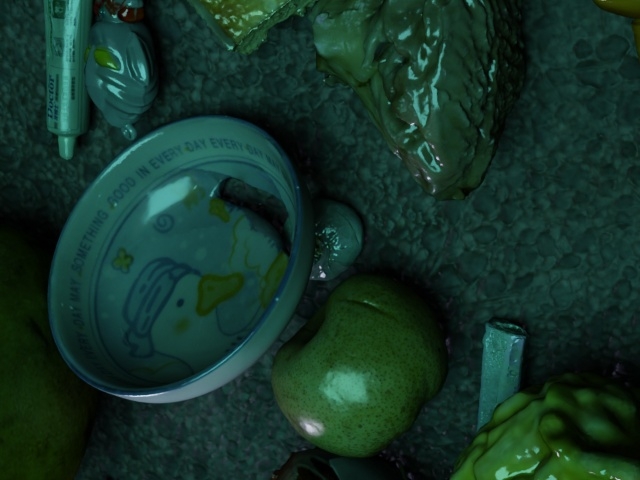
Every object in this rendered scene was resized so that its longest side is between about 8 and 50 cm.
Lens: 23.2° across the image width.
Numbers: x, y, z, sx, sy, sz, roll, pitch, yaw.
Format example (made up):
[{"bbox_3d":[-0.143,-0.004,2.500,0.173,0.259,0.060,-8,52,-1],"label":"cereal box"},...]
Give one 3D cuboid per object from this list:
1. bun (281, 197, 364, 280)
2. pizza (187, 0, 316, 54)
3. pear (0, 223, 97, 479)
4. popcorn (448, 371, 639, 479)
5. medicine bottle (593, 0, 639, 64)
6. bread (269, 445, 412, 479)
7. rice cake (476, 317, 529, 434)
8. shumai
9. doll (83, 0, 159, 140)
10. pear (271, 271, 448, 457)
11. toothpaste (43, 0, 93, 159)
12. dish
[{"bbox_3d":[0.000,0.000,1.440,0.083,0.045,0.083,6,113,16],"label":"bun"},{"bbox_3d":[-0.053,-0.276,1.352,0.188,0.080,0.204,-43,79,5],"label":"pizza"},{"bbox_3d":[-0.395,0.157,1.464,0.352,0.413,0.352,19,126,29],"label":"pear"},{"bbox_3d":[0.243,0.244,1.320,0.293,0.293,0.237,32,104,8],"label":"popcorn"},{"bbox_3d":[0.278,-0.240,1.205,0.149,0.112,0.222,-8,105,24],"label":"medicine bottle"},{"bbox_3d":[0.038,0.285,1.421,0.212,0.224,0.142,23,105,-14],"label":"bread"},{"bbox_3d":[0.164,0.172,1.442,0.043,0.034,0.211,11,113,21],"label":"rice cake"},{"bbox_3d":[0.071,-0.143,1.298,0.175,0.166,0.206,8,109,25],"label":"shumai"},{"bbox_3d":[-0.182,-0.181,1.437,0.094,0.079,0.180,18,111,48],"label":"doll"},{"bbox_3d":[0.038,0.115,1.405,0.136,0.167,0.167,42,118,-1],"label":"pear"},{"bbox_3d":[-0.239,-0.184,1.475,0.064,0.041,0.218,11,108,25],"label":"toothpaste"},{"bbox_3d":[-0.103,0.033,1.431,0.273,0.134,0.273,-14,60,27],"label":"dish"}]
